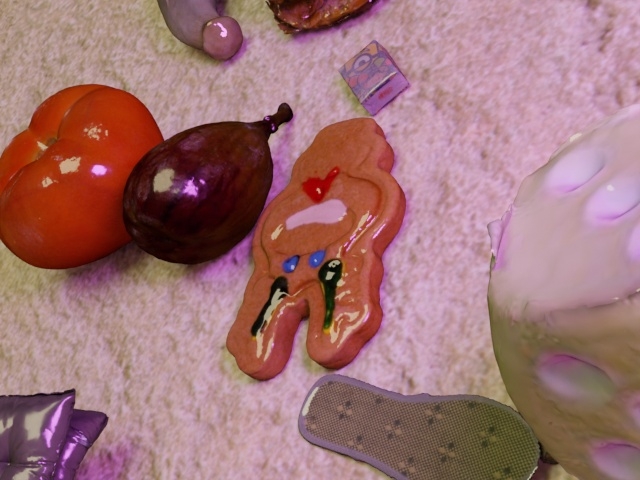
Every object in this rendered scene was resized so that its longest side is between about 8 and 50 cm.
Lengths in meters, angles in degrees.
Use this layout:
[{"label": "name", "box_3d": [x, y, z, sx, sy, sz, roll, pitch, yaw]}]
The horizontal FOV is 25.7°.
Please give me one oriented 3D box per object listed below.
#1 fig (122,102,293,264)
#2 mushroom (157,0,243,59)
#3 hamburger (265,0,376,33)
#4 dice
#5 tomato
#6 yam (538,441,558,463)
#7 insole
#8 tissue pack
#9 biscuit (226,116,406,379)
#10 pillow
[{"label": "fig", "box_3d": [-0.116, -0.083, 1.694, 0.146, 0.170, 0.274, 37, 58, 14]}, {"label": "mushroom", "box_3d": [-0.178, -0.347, 1.990, 0.118, 0.103, 0.270, -32, 52, 25]}, {"label": "hamburger", "box_3d": [-0.008, -0.402, 1.829, 0.244, 0.163, 0.244, -21, 48, 25]}, {"label": "dice", "box_3d": [0.295, 0.044, 1.109, 0.250, 0.254, 0.252, -11, 38, 36]}, {"label": "tomato", "box_3d": [-0.302, -0.081, 1.804, 0.260, 0.180, 0.259, -27, 41, 27]}, {"label": "yam", "box_3d": [0.203, 0.148, 1.304, 0.033, 0.027, 0.129, -30, 42, 17]}, {"label": "insole", "box_3d": [0.087, 0.187, 1.368, 0.322, 0.007, 0.109, 10, 69, 49]}, {"label": "tissue pack", "box_3d": [0.065, -0.199, 1.699, 0.063, 0.035, 0.083, -40, 40, 9]}, {"label": "biscuit", "box_3d": [0.000, 0.000, 1.585, 0.202, 0.047, 0.333, -9, 52, 36]}, {"label": "pillow", "box_3d": [-0.376, 0.320, 1.541, 0.228, 0.101, 0.326, -1, 67, 24]}]
